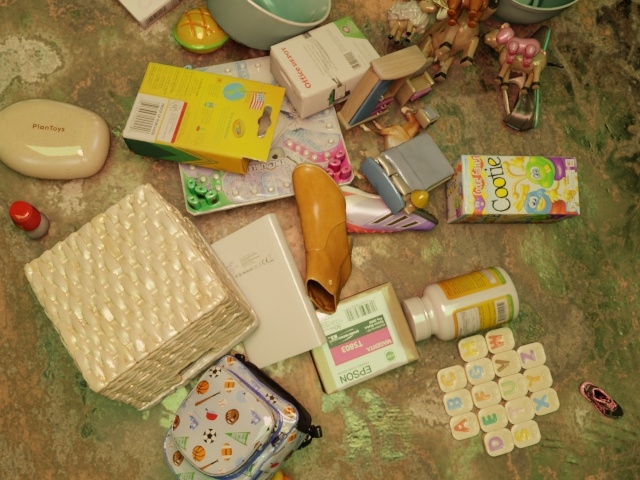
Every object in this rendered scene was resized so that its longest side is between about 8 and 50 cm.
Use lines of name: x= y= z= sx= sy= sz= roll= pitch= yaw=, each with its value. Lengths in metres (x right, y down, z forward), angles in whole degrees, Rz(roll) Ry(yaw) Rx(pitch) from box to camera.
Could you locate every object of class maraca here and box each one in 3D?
maraca: x=-0.273 y=-0.521 z=1.446 sx=0.127 sy=0.099 sz=0.185 roll=38 pitch=59 yaw=12

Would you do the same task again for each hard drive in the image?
hard drive: x=-0.128 y=0.120 z=1.343 sx=0.202 sy=0.040 sz=0.308 roll=-26 pitch=84 yaw=29

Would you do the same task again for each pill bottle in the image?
pill bottle: x=0.320 y=0.154 z=1.382 sx=0.245 sy=0.136 sz=0.137 roll=-15 pitch=84 yaw=-7

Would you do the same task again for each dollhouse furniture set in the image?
dollhouse furniture set: x=0.237 y=-0.252 z=1.332 sx=0.286 sy=0.198 sz=0.304 roll=-28 pitch=81 yaw=-30

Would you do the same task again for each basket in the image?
basket: x=-0.357 y=0.123 z=1.223 sx=0.328 sy=0.266 sz=0.331 roll=-36 pitch=72 yaw=-6

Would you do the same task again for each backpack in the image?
backpack: x=-0.184 y=0.402 z=1.225 sx=0.276 sy=0.213 sz=0.264 roll=33 pitch=87 yaw=30

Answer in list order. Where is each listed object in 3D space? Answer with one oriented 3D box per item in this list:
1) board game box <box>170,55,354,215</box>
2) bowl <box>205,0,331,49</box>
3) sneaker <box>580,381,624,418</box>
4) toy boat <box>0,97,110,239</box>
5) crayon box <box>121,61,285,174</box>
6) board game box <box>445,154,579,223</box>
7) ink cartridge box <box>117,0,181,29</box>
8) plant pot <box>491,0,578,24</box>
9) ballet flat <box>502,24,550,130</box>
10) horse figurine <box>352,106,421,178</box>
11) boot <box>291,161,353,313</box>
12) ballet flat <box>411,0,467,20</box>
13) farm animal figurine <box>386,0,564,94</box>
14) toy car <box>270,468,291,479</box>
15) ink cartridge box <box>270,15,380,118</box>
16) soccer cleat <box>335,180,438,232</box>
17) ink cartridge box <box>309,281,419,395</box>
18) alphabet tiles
board game box: x=-0.152 y=-0.277 z=1.397 sx=0.389 sy=0.050 sz=0.390 roll=-12 pitch=69 yaw=-7
bowl: x=-0.146 y=-0.573 z=1.394 sx=0.311 sy=0.163 sz=0.312 roll=19 pitch=53 yaw=-26
sneaker: x=0.684 y=0.388 z=1.423 sx=0.119 sy=0.057 sz=0.047 roll=38 pitch=79 yaw=0
toy boat: x=-0.633 y=-0.166 z=1.352 sx=0.267 sy=0.148 sz=0.319 roll=11 pitch=74 yaw=-8
crayon box: x=-0.250 y=-0.267 z=1.318 sx=0.318 sy=0.081 sz=0.203 roll=12 pitch=68 yaw=3
board game box: x=0.455 y=-0.118 z=1.428 sx=0.274 sy=0.144 sz=0.142 roll=0 pitch=83 yaw=-4
ink cartridge box: x=-0.446 y=-0.668 z=1.471 sx=0.189 sy=0.066 sz=0.232 roll=-42 pitch=92 yaw=-9
plant pot: x=0.508 y=-0.665 z=1.482 sx=0.292 sy=0.196 sz=0.294 roll=1 pitch=82 yaw=-4
ballet flat: x=0.517 y=-0.419 z=1.504 sx=0.096 sy=0.095 sz=0.281 roll=10 pitch=81 yaw=9
horse figurine: x=0.165 y=-0.218 z=1.440 sx=0.174 sy=0.066 sz=0.264 roll=13 pitch=65 yaw=-22
boot: x=-0.001 y=0.001 z=1.285 sx=0.104 sy=0.295 sz=0.211 roll=-8 pitch=40 yaw=23
ballet flat: x=0.300 y=-0.610 z=1.531 sx=0.206 sy=0.073 sz=0.067 roll=29 pitch=108 yaw=2
farm animal figurine: x=0.366 y=-0.493 z=1.410 sx=0.330 sy=0.326 sz=0.172 roll=34 pitch=68 yaw=-38
toy car: x=-0.134 y=0.581 z=1.294 sx=0.182 sy=0.159 sz=0.136 roll=-44 pitch=124 yaw=-9
ink cartridge box: x=0.011 y=-0.402 z=1.374 sx=0.219 sy=0.093 sz=0.160 roll=-27 pitch=73 yaw=-17
soccer cleat: x=0.120 y=-0.061 z=1.418 sx=0.317 sy=0.108 sz=0.117 roll=16 pitch=93 yaw=-1
ink cartridge box: x=0.085 y=0.225 z=1.377 sx=0.234 sy=0.088 sz=0.194 roll=-21 pitch=83 yaw=-8
alphabet tiles: x=0.428 y=0.359 z=1.422 sx=0.277 sy=0.021 sz=0.285 roll=-13 pitch=84 yaw=-6
